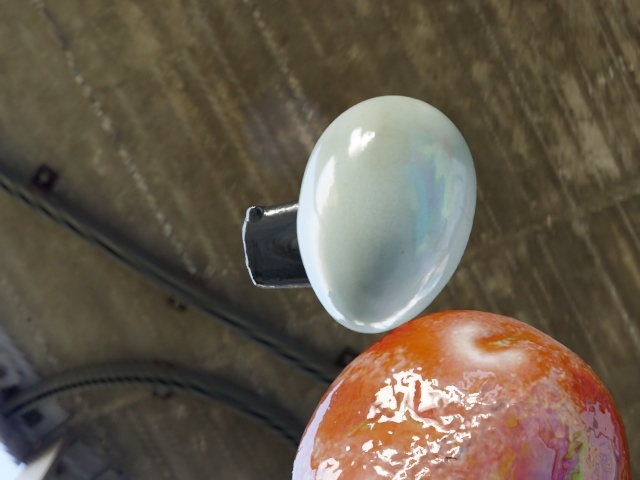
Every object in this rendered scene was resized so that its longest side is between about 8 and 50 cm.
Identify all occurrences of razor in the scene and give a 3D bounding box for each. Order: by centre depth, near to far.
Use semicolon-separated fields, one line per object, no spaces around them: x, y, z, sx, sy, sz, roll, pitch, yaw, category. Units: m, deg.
0.000;0.000;1.437;0.148;0.054;0.090;-8;-95;17;razor

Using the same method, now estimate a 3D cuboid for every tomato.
0.095;0.166;0.925;0.189;0.232;0.232;12;-59;48;tomato

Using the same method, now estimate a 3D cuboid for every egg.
0.055;-0.022;1.293;0.151;0.151;0.209;11;-104;5;egg
